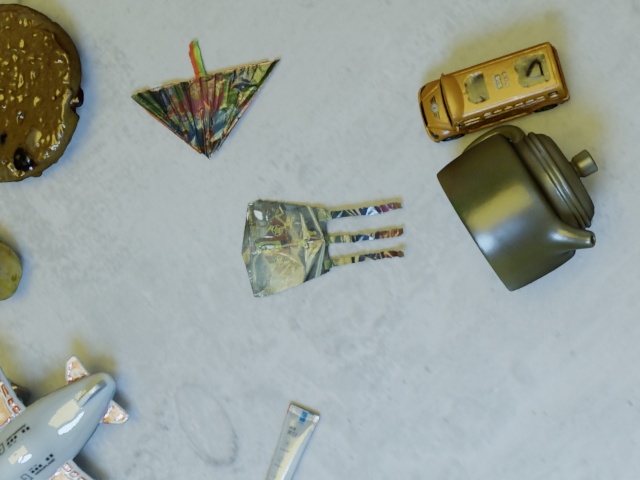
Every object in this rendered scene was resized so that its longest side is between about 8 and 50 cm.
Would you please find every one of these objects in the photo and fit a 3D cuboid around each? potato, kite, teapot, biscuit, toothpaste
[{"bbox_3d":[-0.532,0.032,1.699,0.171,0.080,0.107,17,99,22],"label":"potato"},{"bbox_3d":[-0.163,-0.210,1.631,0.241,0.014,0.183,-16,78,17],"label":"kite"},{"bbox_3d":[0.260,-0.062,1.396,0.175,0.185,0.267,-31,41,8],"label":"teapot"},{"bbox_3d":[-0.486,-0.224,1.707,0.296,0.075,0.295,0,91,21],"label":"biscuit"},{"bbox_3d":[0.001,0.000,1.558,0.245,0.015,0.141,-7,85,21],"label":"kite"},{"bbox_3d":[-0.055,0.324,1.545,0.048,0.031,0.190,21,89,22],"label":"toothpaste"}]

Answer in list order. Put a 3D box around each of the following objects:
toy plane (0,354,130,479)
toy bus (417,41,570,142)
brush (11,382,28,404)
[{"bbox_3d":[-0.393,0.280,1.603,0.252,0.118,0.252,0,91,3],"label":"toy plane"},{"bbox_3d":[0.221,-0.195,1.462,0.195,0.088,0.083,-17,82,16],"label":"toy bus"},{"bbox_3d":[-0.530,0.366,1.692,0.060,0.050,0.321,22,94,15],"label":"brush"}]
